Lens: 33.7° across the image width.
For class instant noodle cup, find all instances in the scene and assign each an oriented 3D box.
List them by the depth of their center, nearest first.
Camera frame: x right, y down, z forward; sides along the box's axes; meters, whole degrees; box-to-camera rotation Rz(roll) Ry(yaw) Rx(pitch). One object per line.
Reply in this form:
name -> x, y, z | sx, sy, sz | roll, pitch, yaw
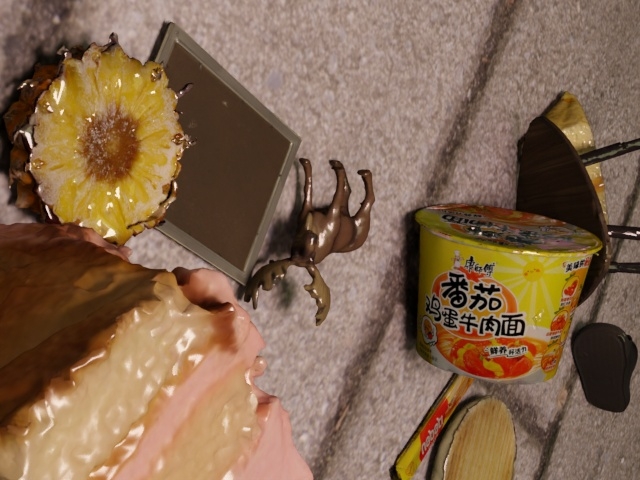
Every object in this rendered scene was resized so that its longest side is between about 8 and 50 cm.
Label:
instant noodle cup -> 0.248, 0.075, 1.481 | 0.264, 0.264, 0.200 | -10, 112, -52

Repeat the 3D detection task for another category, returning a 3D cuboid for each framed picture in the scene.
framed picture -> -0.122, -0.085, 1.144 | 0.252, 0.014, 0.197 | 38, 66, -49

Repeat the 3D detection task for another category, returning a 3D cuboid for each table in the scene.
table -> 0.473, -0.051, 1.654 | 0.249, 0.317, 0.318 | -4, 102, -13

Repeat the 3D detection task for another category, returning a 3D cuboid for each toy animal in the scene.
toy animal -> 0.000, 0.000, 1.258 | 0.214, 0.093, 0.186 | -6, 110, -61

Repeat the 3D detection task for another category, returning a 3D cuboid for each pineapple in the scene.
pineapple -> -0.204, -0.092, 0.997 | 0.221, 0.047, 0.221 | -10, 103, -48

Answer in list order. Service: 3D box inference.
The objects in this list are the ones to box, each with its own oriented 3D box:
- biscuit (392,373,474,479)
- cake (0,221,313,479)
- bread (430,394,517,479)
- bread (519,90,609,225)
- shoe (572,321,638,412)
biscuit -> 0.186, 0.260, 1.606 | 0.292, 0.026, 0.048 | -49, 140, -35
cake -> -0.204, 0.164, 0.844 | 0.293, 0.314, 0.307 | -50, 131, -38
bread -> 0.244, 0.373, 1.685 | 0.267, 0.040, 0.267 | -13, 106, -53
bread -> 0.412, -0.119, 1.835 | 0.178, 0.135, 0.240 | -87, 162, -59
shoe -> 0.552, 0.224, 2.022 | 0.093, 0.108, 0.241 | -53, 141, -35
